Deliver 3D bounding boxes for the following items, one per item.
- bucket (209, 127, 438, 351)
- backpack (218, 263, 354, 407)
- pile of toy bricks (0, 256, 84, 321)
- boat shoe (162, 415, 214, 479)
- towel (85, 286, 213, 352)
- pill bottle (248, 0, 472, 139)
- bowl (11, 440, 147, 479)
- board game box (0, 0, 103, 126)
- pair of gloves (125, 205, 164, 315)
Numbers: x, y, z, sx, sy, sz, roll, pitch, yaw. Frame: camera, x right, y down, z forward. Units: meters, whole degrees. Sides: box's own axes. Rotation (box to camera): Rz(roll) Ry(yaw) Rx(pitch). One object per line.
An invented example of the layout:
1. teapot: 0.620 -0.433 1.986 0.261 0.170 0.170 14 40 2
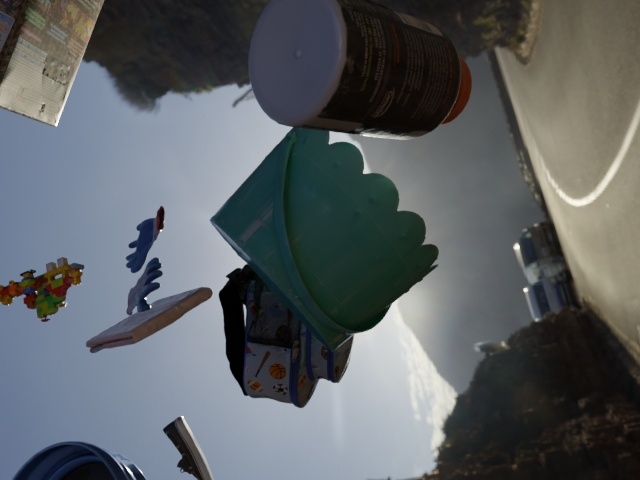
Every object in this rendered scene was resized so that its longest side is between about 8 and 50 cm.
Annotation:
1. bucket: 0.000 0.000 0.849 0.281 0.183 0.281 45 172 8
2. backpack: -0.041 0.159 1.145 0.276 0.213 0.264 -24 -53 -68
3. pile of toy bricks: -0.609 0.126 1.414 0.118 0.212 0.105 30 -138 -65
4. boat shoe: -0.374 0.614 1.802 0.229 0.076 0.080 64 170 -4
5. towel: -0.556 0.258 2.077 0.331 0.316 0.054 -34 -78 -47
6. pill bottle: 0.057 -0.171 0.655 0.245 0.130 0.131 -3 -104 -46
7. bowl: -0.382 0.511 0.972 0.077 0.391 0.392 26 -131 -50
8. board game box: -0.474 -0.353 1.000 0.232 0.141 0.291 -82 13 -89
9. pair of gloves: -0.313 0.042 1.127 0.023 0.159 0.198 15 -125 -30
